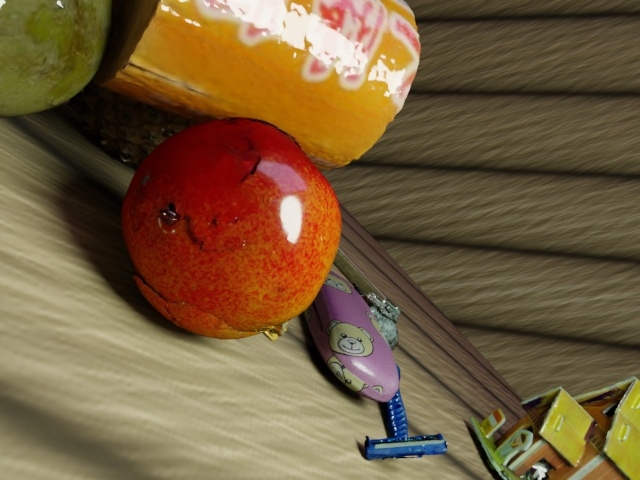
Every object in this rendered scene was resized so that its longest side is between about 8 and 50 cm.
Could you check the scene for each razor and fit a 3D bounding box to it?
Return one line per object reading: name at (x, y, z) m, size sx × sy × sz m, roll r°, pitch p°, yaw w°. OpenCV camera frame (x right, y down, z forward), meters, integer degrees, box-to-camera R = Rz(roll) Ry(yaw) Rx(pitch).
razor at (0.103, 0.239, 0.803) m, size 0.324 × 0.093 × 0.056 m, roll -69°, pitch 155°, yaw -85°

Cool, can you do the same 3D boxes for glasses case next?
glasses case at (0.035, 0.128, 0.869) m, size 0.123 × 0.076 × 0.316 m, roll 37°, pitch 11°, yaw -20°

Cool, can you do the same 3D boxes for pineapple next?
pineapple at (-0.262, -0.201, 0.721) m, size 0.361 × 0.202 × 0.202 m, roll 19°, pitch 25°, yaw -39°

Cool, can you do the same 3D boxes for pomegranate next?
pomegranate at (-0.077, -0.004, 0.551) m, size 0.210 × 0.210 × 0.235 m, roll 54°, pitch -5°, yaw 43°

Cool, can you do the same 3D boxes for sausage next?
sausage at (-0.065, -0.221, 0.615) m, size 0.287 × 0.233 × 0.233 m, roll 16°, pitch 26°, yaw -39°

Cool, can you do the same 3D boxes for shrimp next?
shrimp at (0.103, 0.138, 1.084) m, size 0.233 × 0.090 × 0.079 m, roll 57°, pitch 18°, yaw -45°

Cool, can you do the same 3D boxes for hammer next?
hammer at (0.000, 0.000, 1.175) m, size 0.365 × 0.111 × 0.043 m, roll 47°, pitch 9°, yaw 9°

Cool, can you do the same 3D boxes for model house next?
model house at (0.525, 0.386, 1.187) m, size 0.300 × 0.323 × 0.340 m, roll 45°, pitch 9°, yaw -7°

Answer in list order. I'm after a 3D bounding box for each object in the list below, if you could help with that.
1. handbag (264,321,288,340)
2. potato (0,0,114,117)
handbag at (-0.069, 0.088, 0.732) m, size 0.061 × 0.027 × 0.083 m, roll 45°, pitch 10°, yaw -10°
potato at (-0.293, -0.235, 0.393) m, size 0.219 × 0.270 × 0.359 m, roll 13°, pitch 3°, yaw 20°
